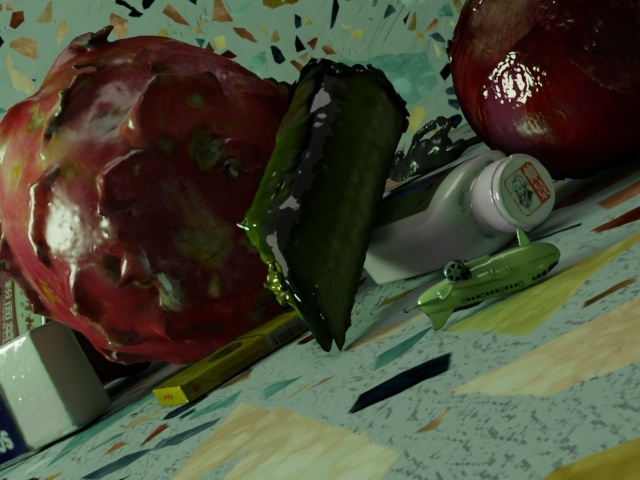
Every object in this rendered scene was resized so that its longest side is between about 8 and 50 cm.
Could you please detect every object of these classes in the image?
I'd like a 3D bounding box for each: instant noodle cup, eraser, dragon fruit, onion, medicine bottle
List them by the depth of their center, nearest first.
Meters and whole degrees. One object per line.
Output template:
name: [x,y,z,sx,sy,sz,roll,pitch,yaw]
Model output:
medicine bottle: [0.122,-0.024,1.049,0.115,0.078,0.219,-42,10,-26]
onion: [0.249,-0.188,1.081,0.276,0.276,0.276,-28,4,2]
dragon fruit: [-0.170,-0.033,1.230,0.371,0.386,0.249,-27,16,1]
eraser: [-0.393,0.204,1.347,0.287,0.130,0.086,-28,0,23]
instant noodle cup: [-0.323,0.090,1.492,0.178,0.234,0.235,-2,-13,-37]

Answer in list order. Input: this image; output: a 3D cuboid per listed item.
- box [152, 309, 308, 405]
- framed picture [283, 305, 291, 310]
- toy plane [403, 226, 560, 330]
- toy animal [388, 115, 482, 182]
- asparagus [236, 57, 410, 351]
box: [-0.084,0.114,1.138,0.155,0.023,0.087,-30,7,-26]
framed picture: [-0.129,0.000,1.436,0.197,0.252,0.014,-27,-29,15]
toy plane: [0.112,0.026,0.808,0.111,0.040,0.102,-29,-6,13]
toy animal: [0.223,-0.172,2.298,0.233,0.084,0.148,-14,30,48]
asparagus: [-0.001,-0.040,1.071,0.128,0.108,0.382,10,42,7]
